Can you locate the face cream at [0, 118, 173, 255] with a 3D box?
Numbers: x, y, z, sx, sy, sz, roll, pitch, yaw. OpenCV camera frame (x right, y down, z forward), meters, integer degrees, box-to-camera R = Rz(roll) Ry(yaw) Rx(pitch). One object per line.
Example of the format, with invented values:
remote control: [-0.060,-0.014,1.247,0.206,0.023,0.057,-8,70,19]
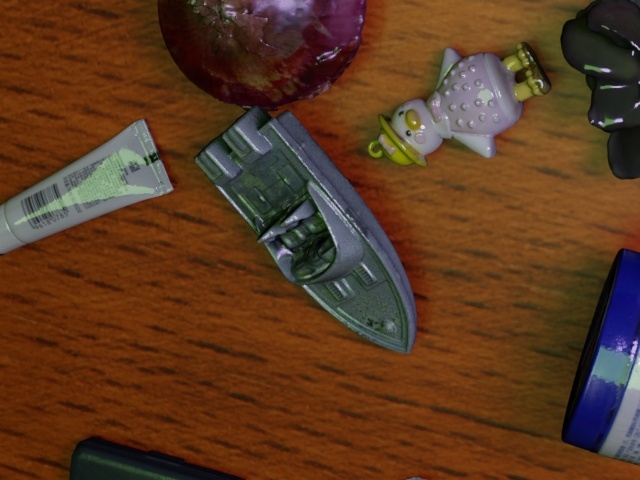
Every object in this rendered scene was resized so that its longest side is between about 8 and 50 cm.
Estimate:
face cream: [-0.296,-0.055,1.392,0.243,0.058,0.092,-23,89,15]

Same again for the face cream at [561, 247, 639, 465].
face cream: [0.318,0.118,1.154,0.111,0.206,0.206,17,107,12]

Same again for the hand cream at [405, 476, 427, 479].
hand cream: [0.131,0.377,1.359,0.078,0.050,0.205,-13,102,19]

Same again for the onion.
onion: [-0.067,-0.242,1.217,0.230,0.163,0.230,2,102,9]

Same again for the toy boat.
toy boat: [0.000,0.000,1.277,0.319,0.092,0.141,50,139,-7]

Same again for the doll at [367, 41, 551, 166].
doll: [0.139,-0.137,1.221,0.207,0.081,0.129,-26,75,23]

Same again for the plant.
plant: [0.372,-0.166,1.082,0.276,0.188,0.199,-11,98,19]

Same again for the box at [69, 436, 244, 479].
box: [-0.207,0.345,1.454,0.230,0.050,0.160,12,105,14]
